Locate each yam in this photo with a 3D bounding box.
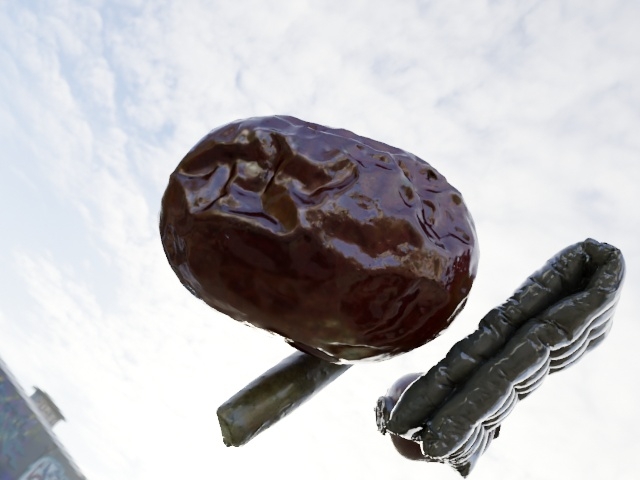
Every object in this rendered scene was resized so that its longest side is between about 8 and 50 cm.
[{"bbox_3d":[-0.012,0.175,0.798,0.067,0.317,0.071,4,-65,47],"label":"yam"}]

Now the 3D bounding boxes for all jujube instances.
[{"bbox_3d":[0.001,0.002,0.713,0.376,0.277,0.277,19,-43,9],"label":"jujube"}]

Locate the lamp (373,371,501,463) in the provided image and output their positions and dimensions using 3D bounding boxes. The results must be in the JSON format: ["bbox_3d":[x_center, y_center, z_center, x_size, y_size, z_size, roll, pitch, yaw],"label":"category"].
[{"bbox_3d":[0.233,0.345,1.144,0.257,0.180,0.180,8,-38,-14],"label":"lamp"}]

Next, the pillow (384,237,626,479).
[{"bbox_3d":[0.240,0.154,0.729,0.101,0.326,0.228,44,-3,30],"label":"pillow"}]
